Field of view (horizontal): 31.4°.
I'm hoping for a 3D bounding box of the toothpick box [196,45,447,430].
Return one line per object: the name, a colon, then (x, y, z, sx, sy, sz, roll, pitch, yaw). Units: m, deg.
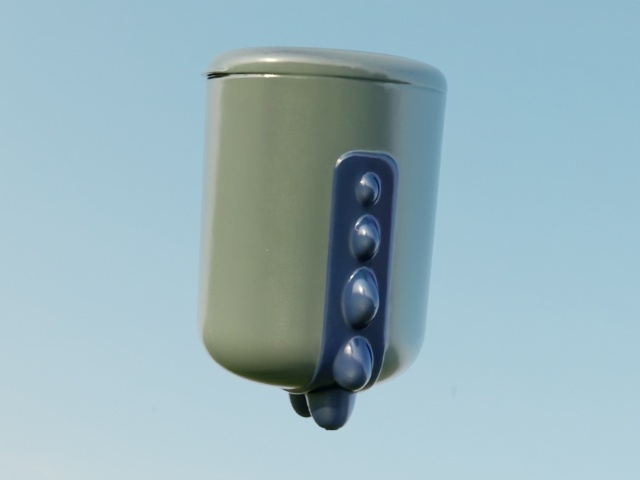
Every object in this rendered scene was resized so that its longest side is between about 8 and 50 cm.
toothpick box: (0.000, 0.000, 1.109, 0.263, 0.354, 0.263, 4, 3, 0)
